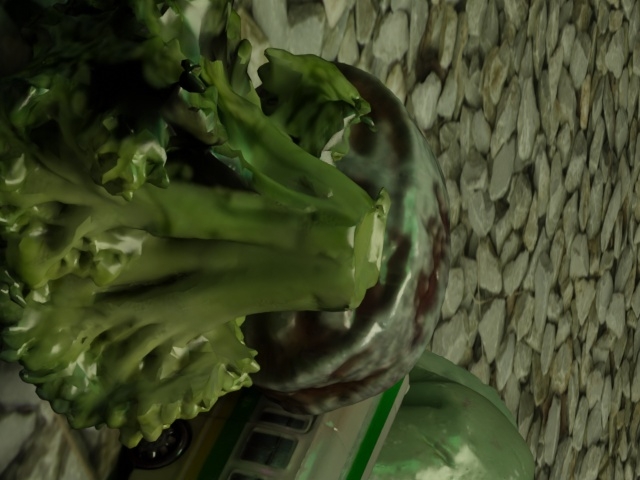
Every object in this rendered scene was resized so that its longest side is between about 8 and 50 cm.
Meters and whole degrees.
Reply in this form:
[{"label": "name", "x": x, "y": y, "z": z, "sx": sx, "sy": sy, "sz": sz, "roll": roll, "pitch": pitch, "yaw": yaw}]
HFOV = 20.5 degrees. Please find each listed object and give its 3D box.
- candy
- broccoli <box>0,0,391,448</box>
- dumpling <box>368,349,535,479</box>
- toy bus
[{"label": "candy", "x": 0.000, "y": 0.000, "z": 1.454, "sx": 0.157, "sy": 0.214, "sz": 0.289, "roll": 47, "pitch": 41, "yaw": -56}, {"label": "broccoli", "x": -0.094, "y": -0.025, "z": 1.251, "sx": 0.293, "sy": 0.281, "sz": 0.347, "roll": 39, "pitch": 63, "yaw": -67}, {"label": "dumpling", "x": 0.076, "y": 0.226, "z": 1.802, "sx": 0.211, "sy": 0.270, "sz": 0.320, "roll": -62, "pitch": 180, "yaw": 4}, {"label": "toy bus", "x": -0.046, "y": 0.181, "z": 1.525, "sx": 0.143, "sy": 0.179, "sz": 0.305, "roll": 72, "pitch": 34, "yaw": -42}]
